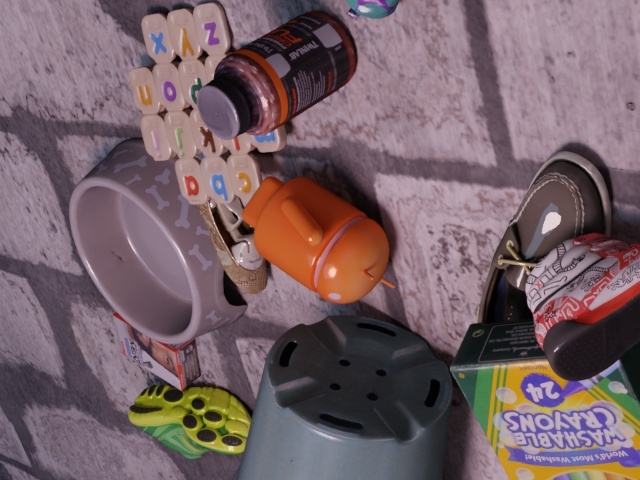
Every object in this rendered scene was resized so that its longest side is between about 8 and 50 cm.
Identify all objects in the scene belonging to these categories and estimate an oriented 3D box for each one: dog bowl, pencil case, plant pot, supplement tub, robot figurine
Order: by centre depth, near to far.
[{"bbox_3d":[0.073,-0.310,1.320,0.070,0.064,0.152,26,142,-3],"label":"pencil case"},{"bbox_3d":[-0.055,-0.193,1.448,0.106,0.198,0.106,28,137,30],"label":"supplement tub"},{"bbox_3d":[-0.001,0.000,1.605,0.219,0.128,0.158,34,140,24],"label":"robot figurine"},{"bbox_3d":[0.030,0.307,1.680,0.341,0.341,0.334,30,131,29],"label":"plant pot"},{"bbox_3d":[-0.269,0.014,1.947,0.348,0.102,0.349,28,137,30],"label":"dog bowl"}]

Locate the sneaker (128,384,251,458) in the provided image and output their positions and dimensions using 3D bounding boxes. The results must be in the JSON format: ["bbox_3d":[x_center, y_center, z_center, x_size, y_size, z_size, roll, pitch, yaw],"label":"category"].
[{"bbox_3d":[-0.215,0.328,2.165,0.295,0.109,0.123,6,146,44],"label":"sneaker"}]

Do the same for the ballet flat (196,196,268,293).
[{"bbox_3d":[-0.127,-0.014,1.787,0.067,0.073,0.206,-14,109,55],"label":"ballet flat"}]

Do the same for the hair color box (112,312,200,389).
[{"bbox_3d":[-0.293,0.187,2.158,0.167,0.053,0.093,24,134,33],"label":"hair color box"}]

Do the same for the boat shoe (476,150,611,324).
[{"bbox_3d":[0.248,0.034,1.383,0.109,0.091,0.305,35,140,25],"label":"boat shoe"}]

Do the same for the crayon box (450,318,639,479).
[{"bbox_3d":[0.310,0.233,1.399,0.203,0.083,0.323,-10,123,35],"label":"crayon box"}]

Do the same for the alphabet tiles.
[{"bbox_3d":[-0.162,-0.187,1.692,0.284,0.021,0.278,-1,107,43],"label":"alphabet tiles"}]

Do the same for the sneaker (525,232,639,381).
[{"bbox_3d":[0.335,0.024,1.247,0.270,0.145,0.090,-33,123,14],"label":"sneaker"}]
